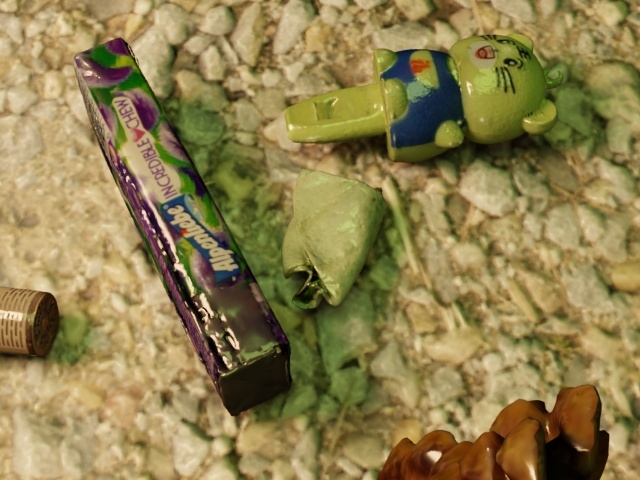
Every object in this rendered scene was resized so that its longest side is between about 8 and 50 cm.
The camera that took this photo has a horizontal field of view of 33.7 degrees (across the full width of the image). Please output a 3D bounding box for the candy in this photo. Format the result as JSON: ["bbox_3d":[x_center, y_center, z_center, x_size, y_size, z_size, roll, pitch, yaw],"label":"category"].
[{"bbox_3d":[-0.110,-0.017,0.812,0.061,0.088,0.312,-23,64,-13],"label":"candy"}]

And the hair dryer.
[{"bbox_3d":[-0.314,0.133,0.780,0.195,0.053,0.220,6,70,8],"label":"hair dryer"}]

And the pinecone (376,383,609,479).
[{"bbox_3d":[0.119,0.284,0.517,0.385,0.384,0.384,-1,63,3],"label":"pinecone"}]

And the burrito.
[{"bbox_3d":[0.004,0.000,0.821,0.074,0.044,0.118,13,63,13],"label":"burrito"}]

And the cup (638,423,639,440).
[{"bbox_3d":[0.290,0.160,0.659,0.173,0.167,0.299,4,89,11],"label":"cup"}]

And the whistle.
[{"bbox_3d":[0.084,-0.115,0.852,0.228,0.085,0.105,-9,54,0],"label":"whistle"}]
